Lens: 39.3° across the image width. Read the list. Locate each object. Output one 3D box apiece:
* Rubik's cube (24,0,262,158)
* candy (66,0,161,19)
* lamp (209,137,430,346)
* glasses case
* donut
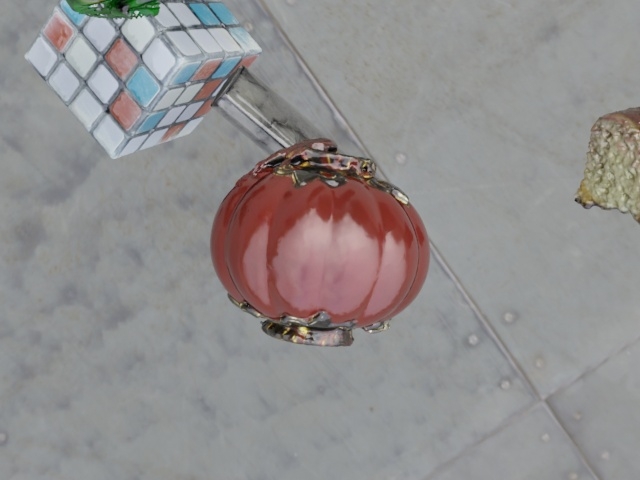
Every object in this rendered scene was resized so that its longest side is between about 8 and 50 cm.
[{"bbox_3d":[-0.309,-0.334,1.585,0.259,0.256,0.253,49,120,6],"label":"Rubik's cube"},{"bbox_3d":[-0.251,-0.334,0.957,0.141,0.078,0.203,-4,124,23],"label":"candy"},{"bbox_3d":[0.000,0.000,0.918,0.227,0.227,0.226,-4,114,-10],"label":"lamp"},{"bbox_3d":[-0.010,-0.108,1.187,0.299,0.114,0.060,39,114,-15],"label":"glasses case"},{"bbox_3d":[0.381,-0.083,0.951,0.144,0.187,0.126,-29,129,-20],"label":"donut"}]
